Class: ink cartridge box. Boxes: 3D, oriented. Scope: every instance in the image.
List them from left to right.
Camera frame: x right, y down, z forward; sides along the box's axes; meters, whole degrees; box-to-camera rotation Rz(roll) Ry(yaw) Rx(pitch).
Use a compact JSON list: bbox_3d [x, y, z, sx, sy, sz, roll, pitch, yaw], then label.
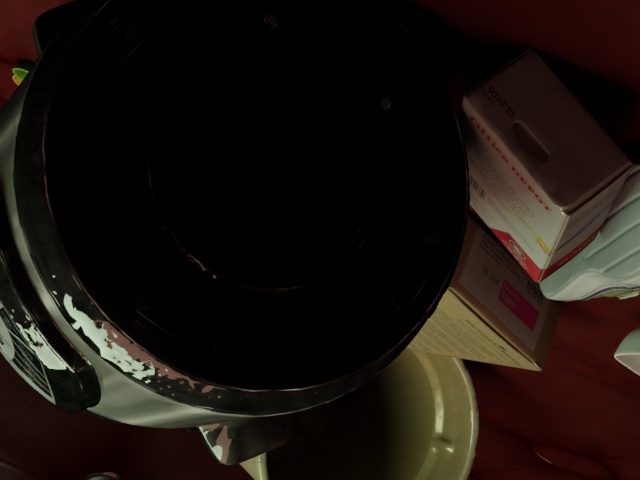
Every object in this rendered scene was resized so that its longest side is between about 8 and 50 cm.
[{"bbox_3d":[0.127,0.050,1.652,0.193,0.088,0.234,6,156,40],"label":"ink cartridge box"},{"bbox_3d":[0.174,-0.056,1.213,0.127,0.072,0.175,52,169,15],"label":"ink cartridge box"}]

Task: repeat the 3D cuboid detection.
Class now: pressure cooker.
[{"bbox_3d":[-0.109,-0.017,1.274,0.375,0.370,0.420,23,165,-17],"label":"pressure cooker"}]

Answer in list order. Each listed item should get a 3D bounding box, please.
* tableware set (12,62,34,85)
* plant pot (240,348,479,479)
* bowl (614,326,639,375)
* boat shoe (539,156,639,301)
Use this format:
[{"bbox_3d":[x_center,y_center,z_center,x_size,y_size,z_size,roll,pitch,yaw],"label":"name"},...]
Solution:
[{"bbox_3d":[-0.302,-0.153,1.687,0.104,0.024,0.154,24,163,-3],"label":"tableware set"},{"bbox_3d":[-0.001,0.241,2.072,0.333,0.334,0.305,32,172,-28],"label":"plant pot"},{"bbox_3d":[0.405,0.129,1.601,0.142,0.053,0.142,31,160,-25],"label":"bowl"},{"bbox_3d":[0.282,-0.006,1.310,0.094,0.109,0.302,1,171,-12],"label":"boat shoe"}]
